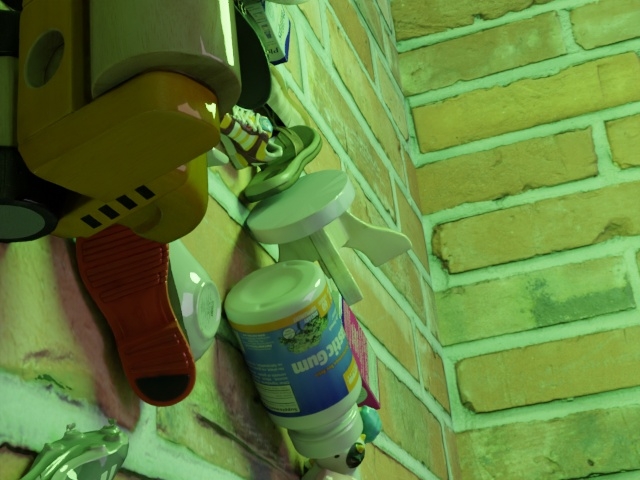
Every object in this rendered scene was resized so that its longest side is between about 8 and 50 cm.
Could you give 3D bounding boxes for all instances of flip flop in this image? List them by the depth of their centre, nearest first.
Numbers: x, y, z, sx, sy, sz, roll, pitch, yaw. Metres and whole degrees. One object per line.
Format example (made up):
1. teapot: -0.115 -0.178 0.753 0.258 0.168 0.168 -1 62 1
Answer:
1. flip flop: -0.074 -0.146 1.762 0.080 0.112 0.277 58 25 -15

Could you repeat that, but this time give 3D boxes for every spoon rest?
1. spoon rest: -0.170 0.022 1.315 0.137 0.084 0.276 33 59 -68

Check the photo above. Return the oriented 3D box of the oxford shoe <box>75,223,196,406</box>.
1. oxford shoe: -0.205 0.044 1.146 0.098 0.097 0.271 -128 -154 -77

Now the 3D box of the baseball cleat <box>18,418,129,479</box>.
1. baseball cleat: -0.229 0.237 0.926 0.206 0.072 0.109 -30 120 -70

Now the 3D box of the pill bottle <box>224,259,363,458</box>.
1. pill bottle: -0.027 0.179 1.532 0.152 0.152 0.272 -75 148 -61

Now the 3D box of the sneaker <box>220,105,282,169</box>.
1. sneaker: -0.121 -0.182 1.614 0.185 0.084 0.070 56 26 -56

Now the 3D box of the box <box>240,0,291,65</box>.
1. box: -0.109 -0.397 1.866 0.126 0.072 0.137 -88 160 -43

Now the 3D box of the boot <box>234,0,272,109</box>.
1. boot: -0.122 -0.312 1.658 0.263 0.091 0.229 64 11 9

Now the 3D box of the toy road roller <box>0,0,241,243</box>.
1. toy road roller: -0.164 -0.117 0.935 0.240 0.329 0.203 21 54 -46

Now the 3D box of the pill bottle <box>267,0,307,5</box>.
1. pill bottle: -0.034 -0.543 1.673 0.169 0.169 0.301 -88 -162 -44

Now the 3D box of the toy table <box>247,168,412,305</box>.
1. toy table: 0.000 0.000 1.649 0.161 0.252 0.274 63 9 -14

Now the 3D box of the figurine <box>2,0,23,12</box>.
1. figurine: -0.231 -0.257 1.114 0.209 0.092 0.215 45 26 -19

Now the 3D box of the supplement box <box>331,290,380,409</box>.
1. supplement box: 0.017 0.197 1.764 0.220 0.111 0.114 63 20 -46

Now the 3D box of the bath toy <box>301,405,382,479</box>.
1. bath toy: 0.023 0.394 1.591 0.348 0.129 0.151 -75 149 -59

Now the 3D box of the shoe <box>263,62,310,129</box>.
1. shoe: -0.080 -0.241 1.892 0.058 0.076 0.219 -52 150 -12
